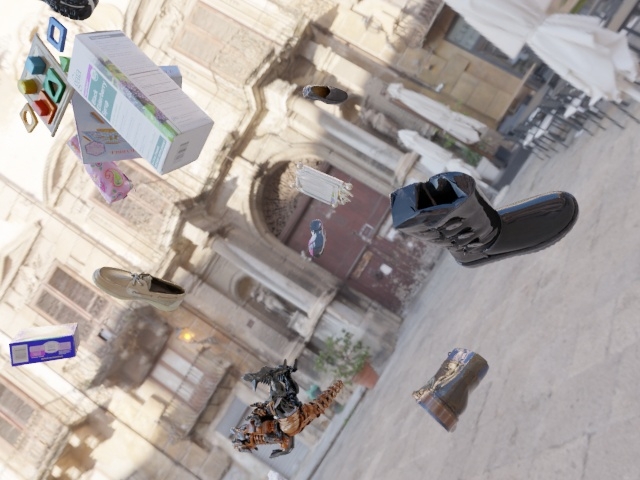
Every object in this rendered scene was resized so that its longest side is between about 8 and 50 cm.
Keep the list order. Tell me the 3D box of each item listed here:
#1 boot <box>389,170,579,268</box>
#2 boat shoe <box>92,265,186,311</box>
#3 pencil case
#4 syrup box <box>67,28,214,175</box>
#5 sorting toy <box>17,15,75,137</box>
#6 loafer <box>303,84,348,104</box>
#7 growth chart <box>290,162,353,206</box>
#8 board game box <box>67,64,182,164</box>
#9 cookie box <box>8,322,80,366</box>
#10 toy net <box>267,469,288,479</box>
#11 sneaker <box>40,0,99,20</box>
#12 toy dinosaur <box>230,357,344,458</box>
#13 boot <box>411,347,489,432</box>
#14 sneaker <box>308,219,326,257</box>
[{"bbox_3d":[0.425,-0.077,1.197,0.367,0.146,0.445,-31,-35,25],"label":"boot"},{"bbox_3d":[-0.600,0.147,1.595,0.098,0.302,0.109,-46,32,30],"label":"boat shoe"},{"bbox_3d":[-0.824,-0.279,1.792,0.124,0.284,0.124,-28,17,9],"label":"pencil case"},{"bbox_3d":[-0.299,-0.231,0.788,0.096,0.237,0.093,-41,-7,-49],"label":"syrup box"},{"bbox_3d":[-0.706,-0.387,1.199,0.347,0.196,0.047,-42,-11,35],"label":"sorting toy"},{"bbox_3d":[0.025,-0.522,1.701,0.061,0.169,0.062,-165,73,-68],"label":"loafer"},{"bbox_3d":[0.002,-0.140,1.270,0.237,0.171,0.021,125,170,-79],"label":"growth chart"},{"bbox_3d":[-0.602,-0.392,1.496,0.318,0.066,0.318,-11,-34,-25],"label":"board game box"},{"bbox_3d":[-0.457,0.171,0.795,0.107,0.091,0.040,-176,83,-66],"label":"cookie box"},{"bbox_3d":[-0.060,0.600,1.042,0.232,0.045,0.122,-150,60,-62],"label":"toy net"},{"bbox_3d":[-0.677,-0.636,1.157,0.100,0.271,0.108,-49,23,38],"label":"sneaker"},{"bbox_3d":[-0.093,0.437,1.249,0.321,0.219,0.164,-20,-20,-9],"label":"toy dinosaur"},{"bbox_3d":[0.200,0.224,0.716,0.106,0.082,0.219,-47,-17,-5],"label":"boot"},{"bbox_3d":[0.000,0.000,1.989,0.077,0.071,0.178,50,-143,-46],"label":"sneaker"}]
